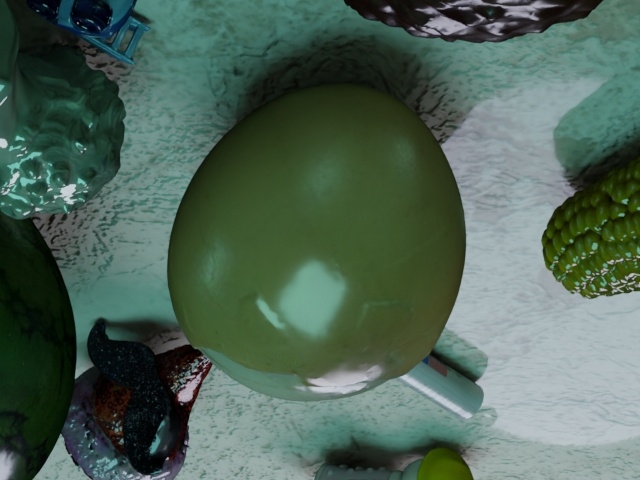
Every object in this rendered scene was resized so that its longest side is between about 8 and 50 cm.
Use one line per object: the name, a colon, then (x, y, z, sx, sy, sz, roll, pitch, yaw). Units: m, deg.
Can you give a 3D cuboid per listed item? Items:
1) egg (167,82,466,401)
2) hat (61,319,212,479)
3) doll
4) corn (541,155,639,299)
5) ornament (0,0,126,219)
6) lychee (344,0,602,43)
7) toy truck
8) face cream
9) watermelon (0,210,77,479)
egg: (0.000, 0.000, 1.114, 0.201, 0.201, 0.244, 15, 133, -5)
hat: (-0.133, 0.137, 1.420, 0.129, 0.140, 0.227, 22, 132, -33)
doll: (0.063, 0.241, 1.537, 0.207, 0.081, 0.129, -13, 157, 27)
corn: (0.278, -0.036, 1.071, 0.310, 0.101, 0.101, -20, 135, 39)
ornament: (-0.219, -0.096, 1.034, 0.120, 0.130, 0.285, -29, 159, 12)
lychee: (0.073, -0.217, 0.755, 0.260, 0.260, 0.260, 8, 145, 5)
toy truck: (-0.146, -0.152, 1.070, 0.073, 0.056, 0.090, 18, 164, 19)
face cream: (0.081, 0.109, 1.384, 0.130, 0.034, 0.034, 32, 140, -27)
watermelon: (-0.353, 0.073, 1.205, 0.363, 0.363, 0.363, 8, 145, 5)
